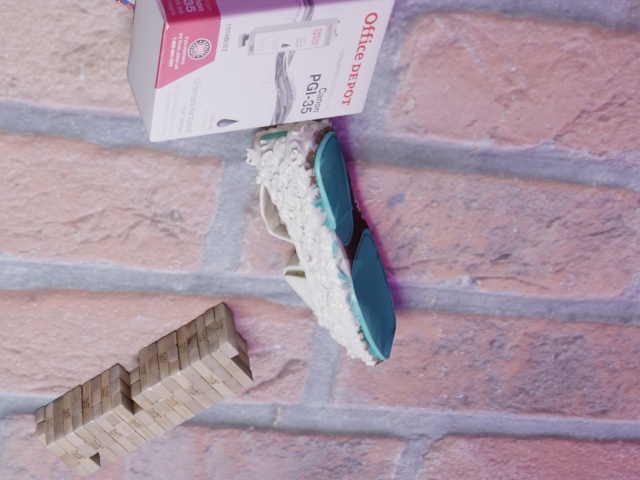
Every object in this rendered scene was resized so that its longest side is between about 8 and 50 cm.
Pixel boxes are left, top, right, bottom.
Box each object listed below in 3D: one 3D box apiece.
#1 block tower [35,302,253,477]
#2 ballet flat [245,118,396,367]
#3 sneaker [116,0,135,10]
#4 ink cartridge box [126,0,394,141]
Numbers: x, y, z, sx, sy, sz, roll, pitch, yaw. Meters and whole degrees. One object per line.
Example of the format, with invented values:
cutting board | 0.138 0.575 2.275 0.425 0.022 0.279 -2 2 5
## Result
block tower | -0.252 0.224 2.166 0.335 0.091 0.097 -31 128 13
ballet flat | 0.000 0.000 2.041 0.147 0.147 0.409 -17 126 1
sneaker | -0.212 -0.298 1.774 0.221 0.083 0.087 5 129 -14
ink cartridge box | -0.073 -0.241 1.761 0.283 0.117 0.207 -10 145 -20
